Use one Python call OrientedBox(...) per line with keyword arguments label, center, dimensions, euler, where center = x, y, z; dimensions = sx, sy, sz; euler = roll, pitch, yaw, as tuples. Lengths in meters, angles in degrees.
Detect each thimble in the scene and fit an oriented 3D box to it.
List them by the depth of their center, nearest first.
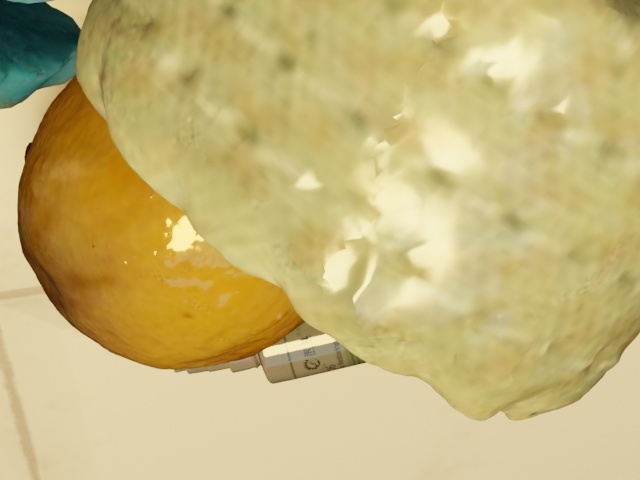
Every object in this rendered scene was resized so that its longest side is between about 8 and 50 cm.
OrientedBox(label="thimble", center=(0.054, -0.070, 0.891), dimensions=(0.291, 0.291, 0.195), euler=(27, 109, -36))

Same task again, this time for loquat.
OrientedBox(label="loquat", center=(-0.066, -0.030, 1.135), dimensions=(0.238, 0.238, 0.193), euler=(-31, 127, 22))

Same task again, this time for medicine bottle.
OrientedBox(label="medicine bottle", center=(-0.008, 0.067, 1.389), dimensions=(0.199, 0.057, 0.057), euler=(-13, 140, 3))

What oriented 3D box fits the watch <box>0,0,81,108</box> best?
OrientedBox(label="watch", center=(-0.154, -0.204, 0.931), dimensions=(0.274, 0.241, 0.305), euler=(-39, 135, 10))
